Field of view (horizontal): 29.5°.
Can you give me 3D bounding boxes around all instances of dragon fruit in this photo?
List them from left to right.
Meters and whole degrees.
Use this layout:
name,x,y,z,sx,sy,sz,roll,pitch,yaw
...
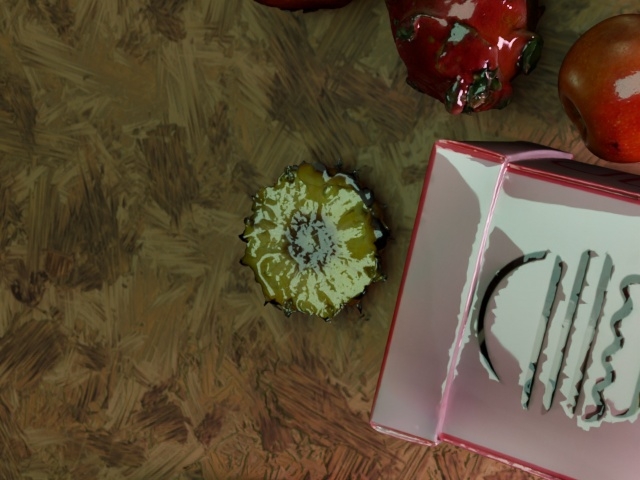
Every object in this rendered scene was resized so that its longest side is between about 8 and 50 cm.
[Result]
name,x,y,z,sx,sy,sz,roll,pitch,yaw
dragon fruit,0.194,-0.277,1.397,0.269,0.198,0.200,-45,55,14

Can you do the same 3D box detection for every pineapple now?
name,x,y,z,sx,sy,sz,roll,pitch,yaw
pineapple,0.000,0.000,1.564,0.224,0.076,0.225,2,95,22

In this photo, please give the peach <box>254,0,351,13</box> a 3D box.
name,x,y,z,sx,sy,sz,roll,pitch,yaw
peach,-0.023,-0.388,1.462,0.231,0.231,0.231,2,95,25

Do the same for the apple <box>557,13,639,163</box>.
name,x,y,z,sx,sy,sz,roll,pitch,yaw
apple,0.339,-0.164,1.345,0.139,0.163,0.163,-26,83,14

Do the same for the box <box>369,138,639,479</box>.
name,x,y,z,sx,sy,sz,roll,pitch,yaw
box,0.269,0.072,1.313,0.300,0.312,0.314,17,100,23
